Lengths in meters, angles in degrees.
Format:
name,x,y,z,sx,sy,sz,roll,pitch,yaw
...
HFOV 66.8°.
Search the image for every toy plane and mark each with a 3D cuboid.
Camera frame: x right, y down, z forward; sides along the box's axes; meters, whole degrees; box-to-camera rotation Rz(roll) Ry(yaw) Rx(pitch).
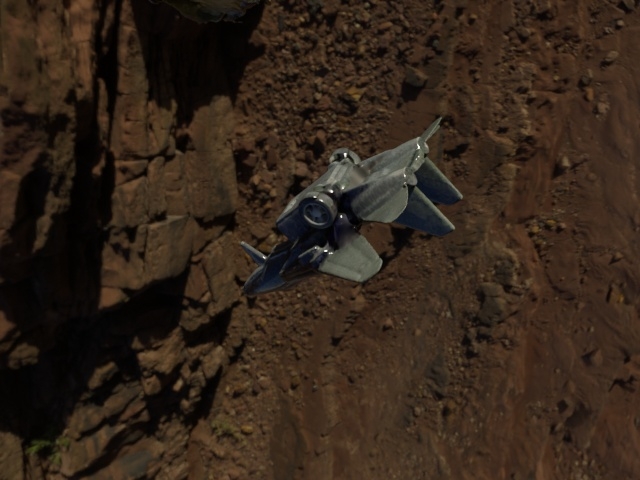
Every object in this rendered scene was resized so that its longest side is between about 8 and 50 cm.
name,x,y,z,sx,sy,sz,roll,pitch,yaw
toy plane,-0.008,-0.008,0.443,0.267,0.212,0.088,-26,113,40

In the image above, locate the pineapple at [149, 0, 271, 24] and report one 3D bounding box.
name,x,y,z,sx,sy,sz,roll,pitch,yaw
pineapple,-0.138,-0.307,0.505,0.236,0.186,0.115,-138,43,-75
